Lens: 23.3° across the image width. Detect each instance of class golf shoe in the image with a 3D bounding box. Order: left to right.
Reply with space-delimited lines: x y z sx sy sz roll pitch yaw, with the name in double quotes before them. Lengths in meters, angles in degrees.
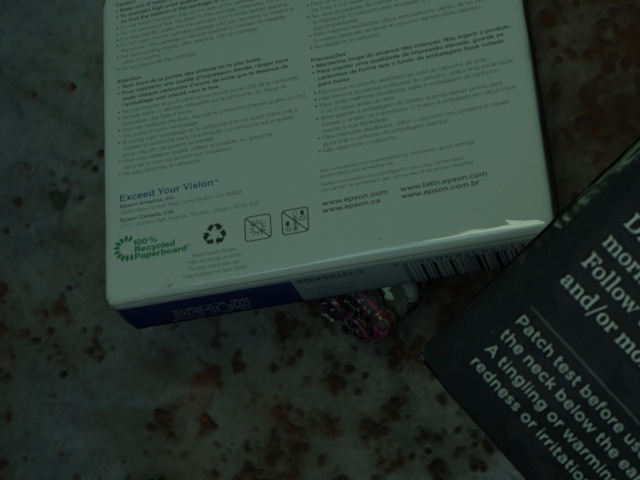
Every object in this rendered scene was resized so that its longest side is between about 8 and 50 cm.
"golf shoe" 0.000 0.000 1.201 0.186 0.067 0.086 37 63 16

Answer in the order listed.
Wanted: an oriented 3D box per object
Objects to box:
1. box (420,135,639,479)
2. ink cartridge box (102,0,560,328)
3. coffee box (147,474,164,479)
"box" 0.372 -0.036 0.852 0.472 0.480 0.297 -44 83 24
"ink cartridge box" -0.002 -0.117 1.157 0.324 0.071 0.330 -10 64 13
"coffee box" -0.147 0.294 1.258 0.113 0.040 0.184 -23 90 12
